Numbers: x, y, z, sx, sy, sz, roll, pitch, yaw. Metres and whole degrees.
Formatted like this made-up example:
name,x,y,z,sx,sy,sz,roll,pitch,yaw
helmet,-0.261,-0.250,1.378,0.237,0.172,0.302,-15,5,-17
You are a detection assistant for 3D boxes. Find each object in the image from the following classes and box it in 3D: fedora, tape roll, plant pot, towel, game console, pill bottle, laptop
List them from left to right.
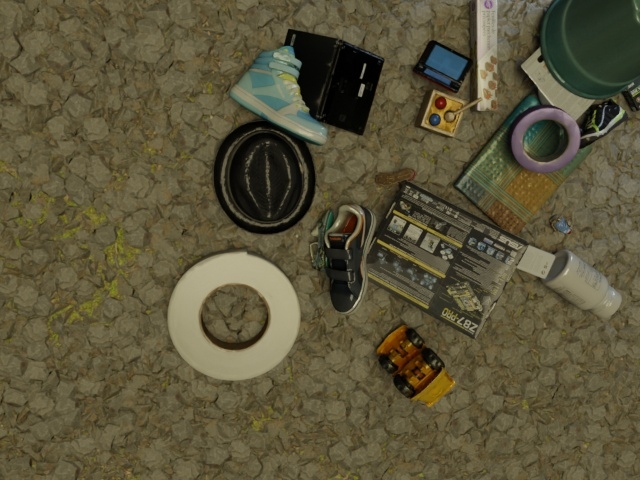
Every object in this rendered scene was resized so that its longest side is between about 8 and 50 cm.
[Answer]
name,x,y,z,sx,sy,sz,roll,pitch,yaw
tape roll,-0.252,0.218,1.860,0.393,0.072,0.391,-1,99,-7
fedora,-0.153,-0.172,1.772,0.335,0.152,0.333,-1,98,-7
laptop,0.019,-0.455,1.824,0.265,0.137,0.234,11,98,-35
game console,0.353,-0.500,1.813,0.144,0.124,0.085,28,120,4
towel,0.616,-0.227,1.927,0.271,0.040,0.370,39,93,-11
tape roll,0.647,-0.295,1.828,0.189,0.080,0.188,3,109,9
pill bottle,0.811,0.140,1.959,0.229,0.131,0.131,34,93,-11
plant pot,0.842,-0.593,1.715,0.342,0.334,0.340,1,87,-13

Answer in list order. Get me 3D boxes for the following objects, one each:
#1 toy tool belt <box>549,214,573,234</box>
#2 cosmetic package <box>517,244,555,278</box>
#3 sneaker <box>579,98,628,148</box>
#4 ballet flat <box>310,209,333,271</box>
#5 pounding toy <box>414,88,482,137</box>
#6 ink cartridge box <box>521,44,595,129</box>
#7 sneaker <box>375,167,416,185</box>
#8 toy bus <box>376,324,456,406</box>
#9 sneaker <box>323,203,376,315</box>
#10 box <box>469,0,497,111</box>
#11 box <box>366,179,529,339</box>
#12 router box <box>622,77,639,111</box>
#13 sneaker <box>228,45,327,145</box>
name,x,y,z,sx,sy,sz,roll,pitch,yaw
toy tool belt,0.757,-0.043,1.964,0.083,0.051,0.052,40,92,-12
cosmetic package,0.575,0.033,1.920,0.231,0.117,0.085,22,95,-11
sneaker,0.825,-0.357,1.898,0.235,0.084,0.097,-32,87,-30
ballet flat,0.000,0.000,1.868,0.070,0.070,0.188,4,94,-8
pounding toy,0.371,-0.373,1.838,0.141,0.100,0.130,17,96,-10
ink cartridge box,0.715,-0.477,1.877,0.189,0.066,0.232,-44,91,-14
sneaker,0.228,-0.188,1.881,0.119,0.067,0.042,-9,93,26
toy bus,0.306,0.392,1.921,0.149,0.220,0.211,-46,134,7
sneaker,0.067,0.049,1.810,0.128,0.126,0.320,20,75,-50
box,0.477,-0.540,1.846,0.063,0.067,0.323,-4,100,-7
box,0.349,0.054,1.829,0.395,0.097,0.318,28,92,14
router box,0.994,-0.469,1.938,0.122,0.038,0.092,-36,101,-1
sneaker,-0.079,-0.406,1.710,0.319,0.127,0.208,33,94,16
